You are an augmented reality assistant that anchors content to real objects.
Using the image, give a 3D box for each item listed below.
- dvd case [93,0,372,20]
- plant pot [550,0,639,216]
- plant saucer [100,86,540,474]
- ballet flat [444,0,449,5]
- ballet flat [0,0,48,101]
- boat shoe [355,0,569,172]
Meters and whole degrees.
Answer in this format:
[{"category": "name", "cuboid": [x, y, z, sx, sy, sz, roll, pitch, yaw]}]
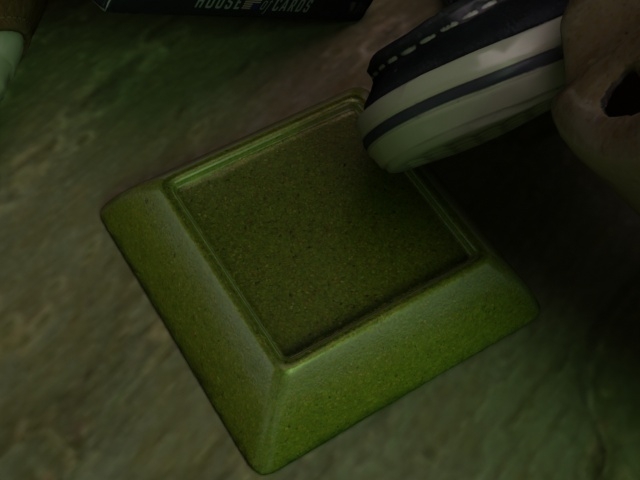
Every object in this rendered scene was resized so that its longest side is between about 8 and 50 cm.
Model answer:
[{"category": "dvd case", "cuboid": [-0.093, -0.193, 0.581, 0.179, 0.029, 0.238, 43, 30, 19]}, {"category": "plant pot", "cuboid": [0.267, -0.038, 0.351, 0.305, 0.334, 0.334, 33, 58, -18]}, {"category": "plant saucer", "cuboid": [0.000, 0.000, 0.536, 0.188, 0.045, 0.188, -27, 64, -19]}, {"category": "ballet flat", "cuboid": [0.096, -0.202, 0.676, 0.041, 0.041, 0.114, -4, 59, -7]}, {"category": "ballet flat", "cuboid": [-0.265, -0.067, 0.529, 0.342, 0.116, 0.124, -32, 86, -21]}, {"category": "boat shoe", "cuboid": [0.167, -0.209, 0.580, 0.156, 0.187, 0.500, 52, 58, -10]}]
